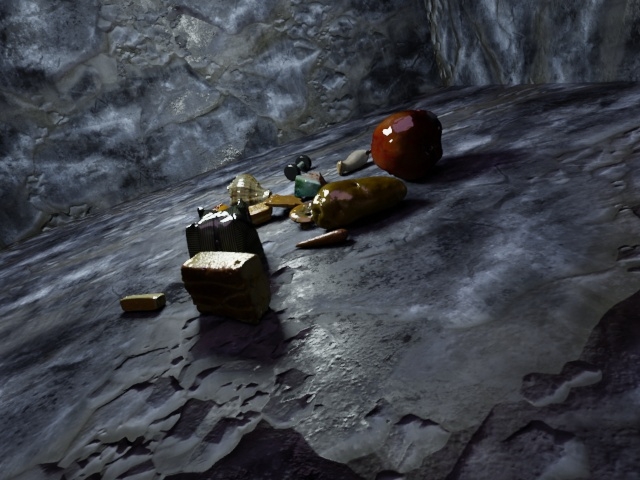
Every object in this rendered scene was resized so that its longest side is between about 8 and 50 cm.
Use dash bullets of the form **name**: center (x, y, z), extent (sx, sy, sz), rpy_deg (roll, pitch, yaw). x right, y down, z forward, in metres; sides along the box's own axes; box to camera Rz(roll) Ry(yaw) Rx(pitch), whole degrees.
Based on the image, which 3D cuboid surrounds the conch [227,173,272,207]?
- **conch**: center (-0.406, -0.276, 2.237), extent (0.291, 0.159, 0.210), rpy_deg (0, 29, 34)

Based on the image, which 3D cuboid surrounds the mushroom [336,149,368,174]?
- **mushroom**: center (0.173, -0.417, 2.198), extent (0.212, 0.088, 0.097), rpy_deg (-32, 16, -15)

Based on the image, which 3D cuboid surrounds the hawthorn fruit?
- **hawthorn fruit**: center (0.371, -0.415, 1.798), extent (0.308, 0.308, 0.325), rpy_deg (-21, 21, -5)

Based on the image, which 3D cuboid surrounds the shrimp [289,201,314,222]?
- **shrimp**: center (-0.007, -0.123, 1.701), extent (0.249, 0.068, 0.150), rpy_deg (-16, 35, -3)

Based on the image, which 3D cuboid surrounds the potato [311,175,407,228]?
- **potato**: center (0.142, -0.159, 1.570), extent (0.369, 0.176, 0.195), rpy_deg (-16, 0, -2)

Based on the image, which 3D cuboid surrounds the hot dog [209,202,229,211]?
- **hot dog**: center (-0.531, -0.131, 2.115), extent (0.102, 0.076, 0.249), rpy_deg (-9, 24, 14)

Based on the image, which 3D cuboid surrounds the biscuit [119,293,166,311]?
- **biscuit**: center (-0.622, 0.214, 1.452), extent (0.188, 0.052, 0.056), rpy_deg (-6, 10, 28)

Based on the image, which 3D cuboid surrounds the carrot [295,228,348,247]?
- **carrot**: center (0.000, 0.000, 1.469), extent (0.216, 0.048, 0.048), rpy_deg (-14, 23, 25)

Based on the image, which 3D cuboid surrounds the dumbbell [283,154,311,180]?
- **dumbbell**: center (-0.133, -0.429, 2.442), extent (0.100, 0.100, 0.191), rpy_deg (-5, 26, 29)

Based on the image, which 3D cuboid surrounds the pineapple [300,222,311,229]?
- **pineapple**: center (-0.059, -0.069, 1.691), extent (0.045, 0.019, 0.083), rpy_deg (-1, 28, 24)

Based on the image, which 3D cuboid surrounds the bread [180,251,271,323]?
- **bread**: center (-0.281, 0.132, 1.208), extent (0.275, 0.184, 0.114), rpy_deg (2, 27, 38)

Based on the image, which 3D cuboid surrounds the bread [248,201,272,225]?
- **bread**: center (-0.312, -0.111, 1.902), extent (0.200, 0.077, 0.116), rpy_deg (-21, 22, -9)

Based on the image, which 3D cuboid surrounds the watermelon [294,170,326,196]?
- **watermelon**: center (-0.029, -0.288, 2.062), extent (0.154, 0.094, 0.241), rpy_deg (8, 24, 9)

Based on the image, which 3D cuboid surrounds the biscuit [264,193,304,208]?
- **biscuit**: center (-0.170, -0.180, 1.926), extent (0.162, 0.035, 0.250), rpy_deg (21, 21, 34)

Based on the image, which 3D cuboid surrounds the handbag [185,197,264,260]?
- **handbag**: center (-0.341, 0.004, 1.472), extent (0.247, 0.240, 0.340), rpy_deg (-15, 22, -1)
